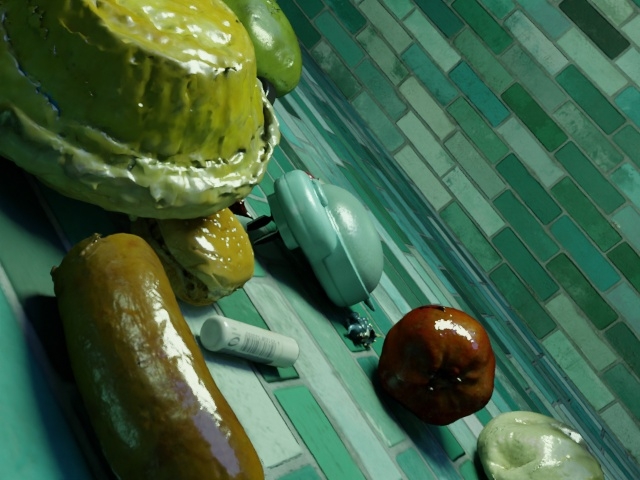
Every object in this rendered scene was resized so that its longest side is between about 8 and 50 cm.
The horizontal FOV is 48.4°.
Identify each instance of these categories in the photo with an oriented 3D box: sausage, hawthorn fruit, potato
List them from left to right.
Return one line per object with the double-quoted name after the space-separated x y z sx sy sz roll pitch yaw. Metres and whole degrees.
-0.132 0.112 0.558 0.109 0.109 0.270 23 29 -58 "sausage"
-0.167 -0.476 1.685 0.304 0.216 0.216 57 12 -18 "potato"
0.185 0.183 1.108 0.185 0.185 0.202 49 15 1 "hawthorn fruit"

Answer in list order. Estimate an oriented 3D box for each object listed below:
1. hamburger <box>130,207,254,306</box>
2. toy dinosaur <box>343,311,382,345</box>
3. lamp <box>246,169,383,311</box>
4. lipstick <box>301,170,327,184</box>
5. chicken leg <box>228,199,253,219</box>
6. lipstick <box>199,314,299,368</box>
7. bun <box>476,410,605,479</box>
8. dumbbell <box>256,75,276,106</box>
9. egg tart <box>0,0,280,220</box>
-0.144 0.002 0.824 0.147 0.083 0.138 54 16 4 "hamburger"
0.066 0.146 1.151 0.083 0.030 0.047 32 21 -46 "toy dinosaur"
0.010 -0.007 1.143 0.284 0.147 0.209 31 26 -47 "lamp"
0.021 -0.087 1.553 0.186 0.057 0.063 39 17 -15 "lipstick"
-0.191 -0.104 0.960 0.234 0.063 0.105 41 1 -27 "chicken leg"
-0.078 0.116 0.806 0.141 0.040 0.040 27 26 -53 "lipstick"
0.383 0.399 1.179 0.273 0.168 0.273 50 8 -9 "bun"
-0.184 -0.332 1.476 0.191 0.100 0.100 31 23 -46 "dumbbell"
-0.204 -0.195 0.769 0.387 0.169 0.388 23 38 -19 "egg tart"
